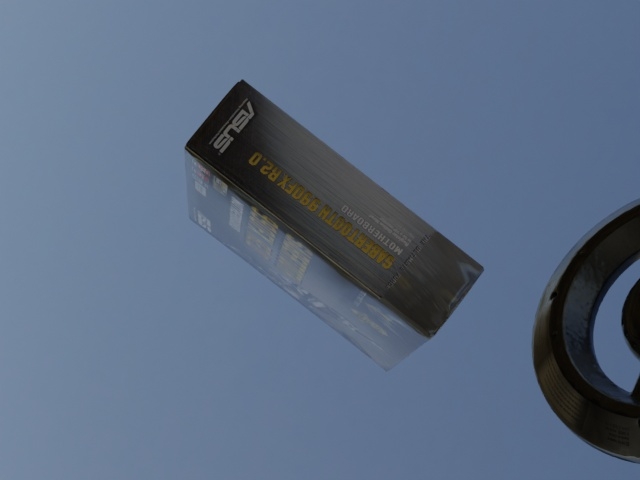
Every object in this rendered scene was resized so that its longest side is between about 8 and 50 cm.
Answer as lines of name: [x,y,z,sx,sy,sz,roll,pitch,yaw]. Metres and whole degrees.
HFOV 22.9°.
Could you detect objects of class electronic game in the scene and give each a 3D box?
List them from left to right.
electronic game: [0.256,0.053,1.106,0.229,0.048,0.229,-18,-133,21]

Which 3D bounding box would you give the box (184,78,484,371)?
box: [0.000,0.000,1.015,0.056,0.183,0.231,-51,178,-10]
